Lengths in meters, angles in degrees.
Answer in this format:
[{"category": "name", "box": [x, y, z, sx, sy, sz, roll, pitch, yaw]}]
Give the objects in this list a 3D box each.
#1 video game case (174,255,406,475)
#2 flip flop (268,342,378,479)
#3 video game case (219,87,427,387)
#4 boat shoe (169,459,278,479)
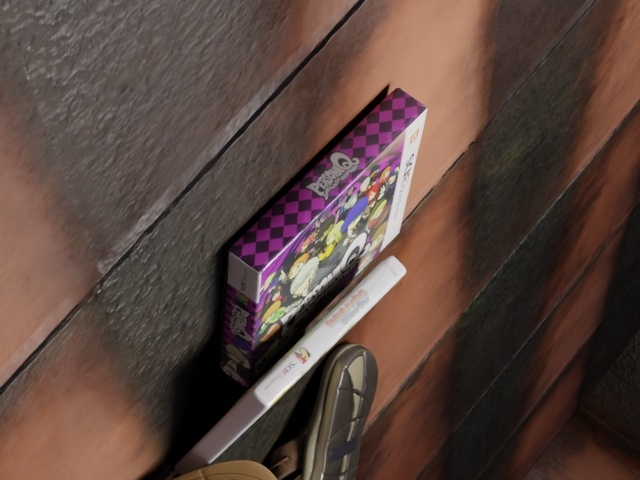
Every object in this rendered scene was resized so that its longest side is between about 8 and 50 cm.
[{"category": "video game case", "box": [-0.031, 0.122, 1.662, 0.206, 0.026, 0.227, -43, 178, -33]}, {"category": "flip flop", "box": [-0.013, 0.237, 1.972, 0.112, 0.080, 0.277, -13, 121, -58]}, {"category": "video game case", "box": [0.000, 0.000, 1.585, 0.232, 0.042, 0.210, -45, 161, -27]}, {"category": "boat shoe", "box": [-0.161, 0.300, 1.639, 0.285, 0.104, 0.089, -30, 170, -18]}]
